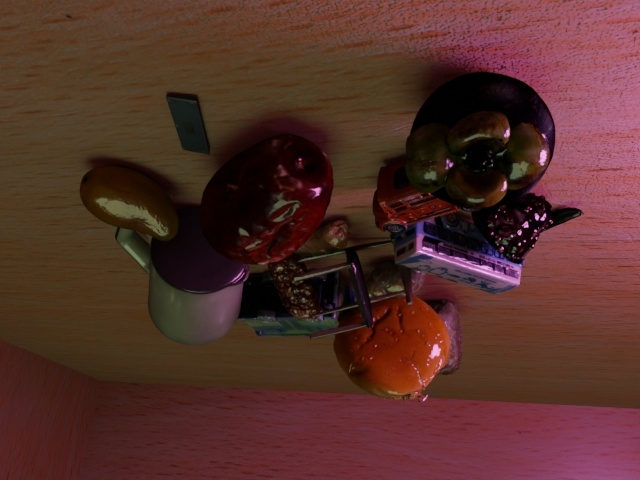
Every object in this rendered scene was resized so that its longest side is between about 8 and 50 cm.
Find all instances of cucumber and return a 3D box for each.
[{"bbox_3d":[0.484,-0.039,1.390,0.036,0.033,0.184,-9,168,-36],"label":"cucumber"}]

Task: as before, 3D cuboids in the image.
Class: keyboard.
[{"bbox_3d":[-0.241,-0.212,1.193,0.055,0.014,0.176,6,156,1],"label":"keyboard"}]

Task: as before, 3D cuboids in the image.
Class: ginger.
[{"bbox_3d":[-0.001,-0.002,1.545,0.190,0.069,0.095,-17,130,42],"label":"ginger"}]

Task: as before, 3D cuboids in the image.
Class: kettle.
[{"bbox_3d":[-0.352,0.061,1.626,0.361,0.250,0.376,35,153,5],"label":"kettle"}]

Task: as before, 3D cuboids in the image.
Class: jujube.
[{"bbox_3d":[-0.104,-0.075,1.245,0.223,0.223,0.318,17,150,-24],"label":"jujube"}]

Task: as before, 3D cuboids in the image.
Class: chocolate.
[{"bbox_3d":[0.405,-0.044,1.319,0.133,0.156,0.156,-42,134,23],"label":"chocolate"}]

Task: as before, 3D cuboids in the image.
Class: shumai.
[{"bbox_3d":[0.310,0.287,1.931,0.222,0.225,0.261,-2,172,12],"label":"shumai"}]

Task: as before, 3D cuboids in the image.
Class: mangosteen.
[{"bbox_3d":[0.237,-0.142,0.976,0.243,0.243,0.243,5,156,2],"label":"mangosteen"}]

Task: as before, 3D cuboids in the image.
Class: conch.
[{"bbox_3d":[0.201,0.106,1.706,0.173,0.106,0.116,3,180,-30],"label":"conch"}]

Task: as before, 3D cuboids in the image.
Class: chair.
[{"bbox_3d":[0.086,0.106,1.553,0.272,0.188,0.166,-15,-166,6],"label":"chair"}]

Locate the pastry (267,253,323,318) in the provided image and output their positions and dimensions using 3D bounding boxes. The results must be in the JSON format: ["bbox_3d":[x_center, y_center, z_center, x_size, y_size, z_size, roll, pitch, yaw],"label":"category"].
[{"bbox_3d":[-0.069,0.118,1.699,0.097,0.208,0.115,-23,-162,-3],"label":"pastry"}]

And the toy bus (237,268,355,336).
[{"bbox_3d":[-0.072,0.187,1.887,0.312,0.152,0.190,-3,154,19],"label":"toy bus"}]

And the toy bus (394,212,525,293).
[{"bbox_3d":[0.309,0.020,1.440,0.297,0.131,0.106,18,154,-21],"label":"toy bus"}]

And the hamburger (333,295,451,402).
[{"bbox_3d":[0.193,0.283,1.729,0.314,0.290,0.170,35,162,36],"label":"hamburger"}]

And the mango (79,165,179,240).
[{"bbox_3d":[-0.402,-0.080,1.389,0.227,0.099,0.136,31,109,-22],"label":"mango"}]

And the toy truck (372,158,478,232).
[{"bbox_3d":[0.193,-0.102,1.224,0.253,0.107,0.114,-16,147,38],"label":"toy truck"}]
